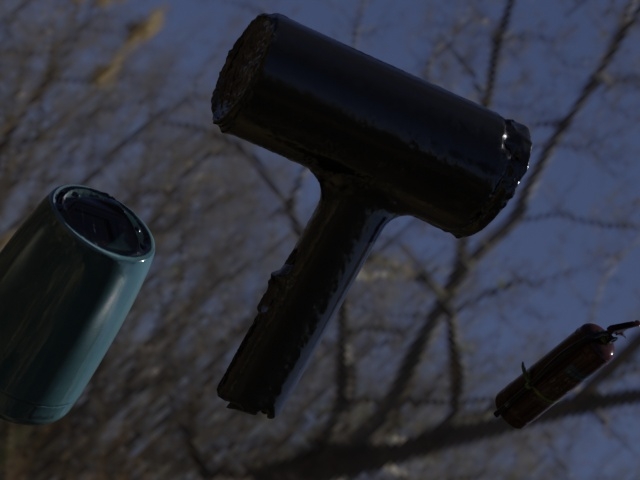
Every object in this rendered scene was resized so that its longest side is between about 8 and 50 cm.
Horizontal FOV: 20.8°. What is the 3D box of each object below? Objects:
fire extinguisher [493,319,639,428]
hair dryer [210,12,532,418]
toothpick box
[{"bbox_3d":[0.194,0.101,1.386,0.132,0.056,0.039,-44,-120,36],"label":"fire extinguisher"},{"bbox_3d":[0.000,0.000,1.128,0.197,0.251,0.089,24,2,-19],"label":"hair dryer"},{"bbox_3d":[-0.215,0.048,1.397,0.120,0.184,0.120,28,25,-15],"label":"toothpick box"}]
